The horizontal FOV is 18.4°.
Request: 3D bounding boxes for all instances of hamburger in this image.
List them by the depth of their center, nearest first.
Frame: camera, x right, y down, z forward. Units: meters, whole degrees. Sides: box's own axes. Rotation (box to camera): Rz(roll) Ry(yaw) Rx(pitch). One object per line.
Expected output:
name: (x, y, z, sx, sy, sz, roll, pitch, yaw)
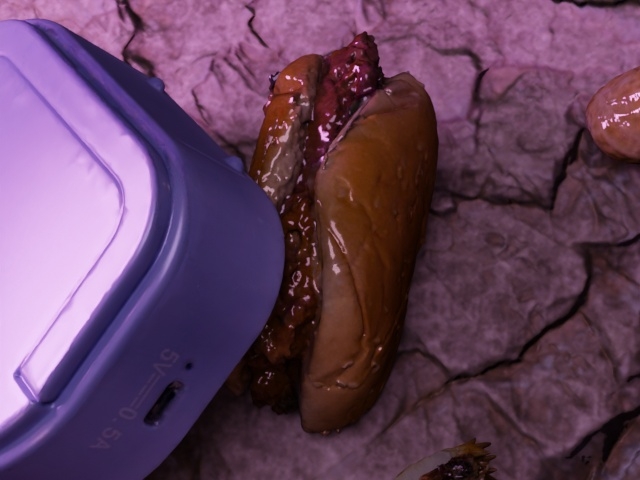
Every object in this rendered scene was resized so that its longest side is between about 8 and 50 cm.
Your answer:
hamburger: (0.000, 0.000, 1.577, 0.155, 0.282, 0.245, 11, 27, 9)

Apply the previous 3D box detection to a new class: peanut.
peanut: (0.310, -0.105, 1.595, 0.192, 0.089, 0.089, -2, 66, 11)

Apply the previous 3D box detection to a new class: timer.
timer: (-0.222, 0.044, 1.561, 0.395, 0.173, 0.395, -19, 59, 35)

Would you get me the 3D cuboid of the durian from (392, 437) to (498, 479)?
durian: (0.047, 0.253, 1.467, 0.252, 0.139, 0.144, -35, 68, -5)
